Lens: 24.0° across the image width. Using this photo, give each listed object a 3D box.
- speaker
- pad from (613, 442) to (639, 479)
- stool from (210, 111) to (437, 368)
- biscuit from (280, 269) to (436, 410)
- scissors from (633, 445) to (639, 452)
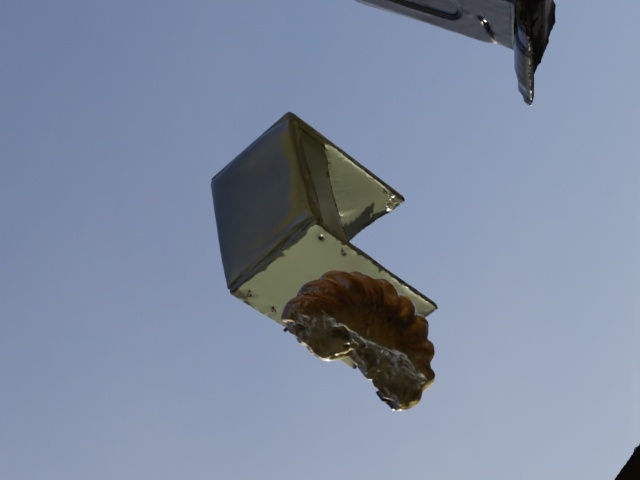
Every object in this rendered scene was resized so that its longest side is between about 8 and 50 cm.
[{"bbox_3d":[0.157,-0.351,2.058,0.184,0.388,0.180,-54,-28,-27],"label":"speaker"},{"bbox_3d":[0.368,0.399,1.677,0.375,0.063,0.315,-48,-69,-21],"label":"pad"},{"bbox_3d":[0.000,0.000,2.145,0.270,0.170,0.243,35,-152,-35],"label":"stool"},{"bbox_3d":[0.052,0.090,1.595,0.183,0.061,0.118,31,-116,-13],"label":"biscuit"},{"bbox_3d":[0.450,0.252,1.891,0.204,0.101,0.027,73,-160,-65],"label":"scissors"}]
